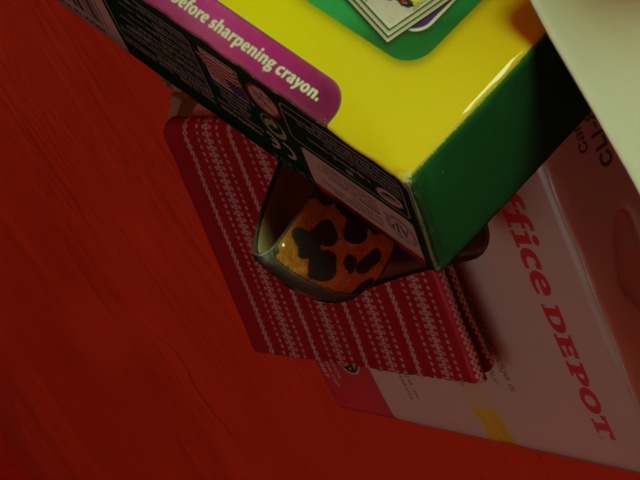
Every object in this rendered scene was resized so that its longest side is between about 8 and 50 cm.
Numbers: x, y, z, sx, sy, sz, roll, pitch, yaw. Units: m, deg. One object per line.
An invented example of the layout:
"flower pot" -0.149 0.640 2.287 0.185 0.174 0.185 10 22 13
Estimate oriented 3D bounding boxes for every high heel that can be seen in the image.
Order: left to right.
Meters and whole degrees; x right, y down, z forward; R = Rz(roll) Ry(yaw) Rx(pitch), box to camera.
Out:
"high heel" -0.007 -0.092 1.142 0.093 0.186 0.261 -31 78 38

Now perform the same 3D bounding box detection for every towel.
"towel" 0.000 0.000 1.370 0.275 0.031 0.199 5 122 54

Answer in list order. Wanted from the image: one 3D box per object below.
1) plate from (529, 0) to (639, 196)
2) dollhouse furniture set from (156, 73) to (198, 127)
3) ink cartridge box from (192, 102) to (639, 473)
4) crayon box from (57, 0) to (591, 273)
"plate" 0.279 -0.084 0.975 0.277 0.278 0.045 60 -175 -11
"dollhouse furniture set" -0.129 -0.163 1.637 0.151 0.123 0.144 48 152 11
"ink cartridge box" 0.119 -0.011 1.377 0.384 0.160 0.279 7 127 56
"crayon box" 0.033 -0.204 1.109 0.363 0.313 0.106 37 165 30
